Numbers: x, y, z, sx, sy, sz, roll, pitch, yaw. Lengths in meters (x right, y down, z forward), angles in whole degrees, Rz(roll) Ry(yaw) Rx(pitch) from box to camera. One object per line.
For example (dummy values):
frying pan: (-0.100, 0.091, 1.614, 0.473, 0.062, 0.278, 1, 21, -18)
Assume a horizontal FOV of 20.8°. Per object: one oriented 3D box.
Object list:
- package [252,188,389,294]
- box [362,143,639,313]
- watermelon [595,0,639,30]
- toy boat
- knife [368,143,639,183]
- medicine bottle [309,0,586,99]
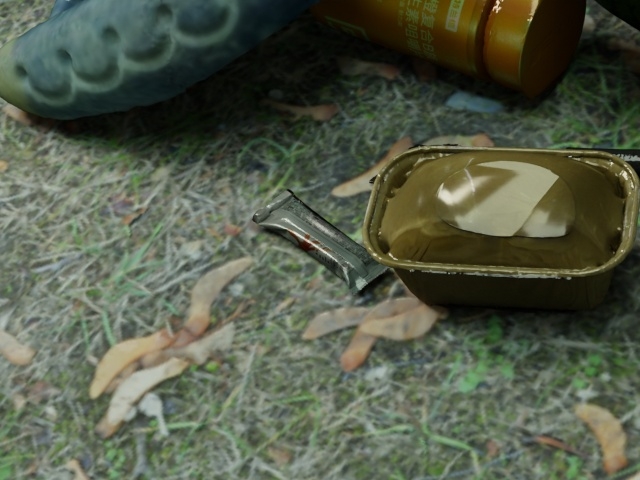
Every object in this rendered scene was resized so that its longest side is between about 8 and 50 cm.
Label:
package: (0.000, 0.000, 1.213, 0.037, 0.015, 0.110, -41, 52, -18)
box: (0.119, -0.011, 1.136, 0.177, 0.111, 0.111, 3, 52, 16)
watermelon: (0.314, -0.236, 1.220, 0.331, 0.189, 0.330, -8, 59, 14)
toy boat: (-0.122, -0.216, 1.289, 0.330, 0.123, 0.215, -13, 44, 36)
knife: (0.144, -0.041, 1.209, 0.230, 0.028, 0.060, 3, 65, 19)
medicine bottle: (0.090, -0.177, 1.284, 0.192, 0.096, 0.096, 24, 61, 29)
